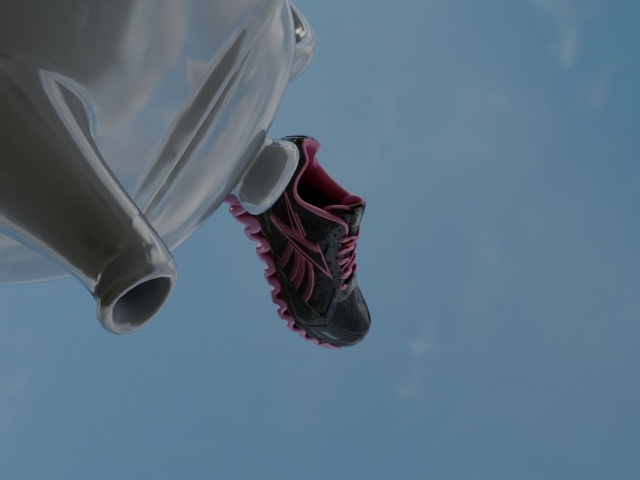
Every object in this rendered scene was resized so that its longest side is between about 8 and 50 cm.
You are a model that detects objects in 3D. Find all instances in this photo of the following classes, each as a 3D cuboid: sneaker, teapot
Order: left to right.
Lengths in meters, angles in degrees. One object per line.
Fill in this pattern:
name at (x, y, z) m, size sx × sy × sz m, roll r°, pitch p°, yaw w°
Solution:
teapot at (-0.090, -0.076, 0.785) m, size 0.187 × 0.252 × 0.256 m, roll 32°, pitch -112°, yaw -6°
sneaker at (0.000, 0.000, 0.908) m, size 0.057 × 0.119 × 0.047 m, roll -13°, pitch -150°, yaw 30°
